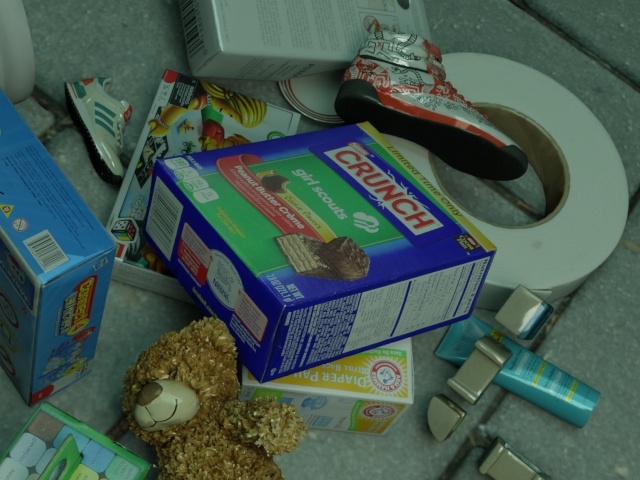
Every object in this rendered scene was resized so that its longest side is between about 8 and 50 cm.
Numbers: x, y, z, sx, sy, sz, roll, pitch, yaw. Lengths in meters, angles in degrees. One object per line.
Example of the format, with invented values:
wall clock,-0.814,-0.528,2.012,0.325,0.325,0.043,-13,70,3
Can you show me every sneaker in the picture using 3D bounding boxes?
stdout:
sneaker,0.163,-0.188,1.483,0.270,0.090,0.145,21,59,0
sneaker,-0.272,-0.148,1.436,0.075,0.057,0.161,-21,65,-20

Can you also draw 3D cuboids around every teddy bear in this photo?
teddy bear,-0.103,0.253,1.150,0.113,0.245,0.338,-19,95,-44

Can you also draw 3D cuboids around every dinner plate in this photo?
dinner plate,0.007,-0.222,1.585,0.141,0.017,0.141,7,59,-11

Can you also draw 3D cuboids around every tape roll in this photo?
tape roll,0.237,-0.087,1.541,0.392,0.072,0.392,7,59,-13

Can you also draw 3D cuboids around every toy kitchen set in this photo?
toy kitchen set,0.249,0.185,1.342,0.166,0.122,0.207,38,96,15

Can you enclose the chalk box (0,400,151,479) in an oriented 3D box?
chalk box,-0.259,0.261,1.106,0.132,0.213,0.132,31,57,3

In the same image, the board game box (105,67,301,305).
board game box,-0.152,-0.065,1.425,0.193,0.053,0.305,18,57,-7

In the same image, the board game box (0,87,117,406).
board game box,-0.350,-0.016,1.190,0.086,0.302,0.308,-30,73,-29

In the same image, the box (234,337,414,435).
box,-0.002,0.154,1.305,0.203,0.114,0.103,9,58,-13

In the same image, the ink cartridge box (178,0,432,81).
ink cartridge box,-0.027,-0.381,1.585,0.385,0.091,0.308,-2,75,-38

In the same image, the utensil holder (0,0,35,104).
utensil holder,-0.569,-0.234,1.246,0.385,0.327,0.327,-30,72,-26

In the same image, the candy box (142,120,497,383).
candy box,0.000,0.000,1.288,0.317,0.122,0.268,-13,46,-37

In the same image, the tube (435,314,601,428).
tube,0.253,0.166,1.416,0.207,0.052,0.080,29,51,9
